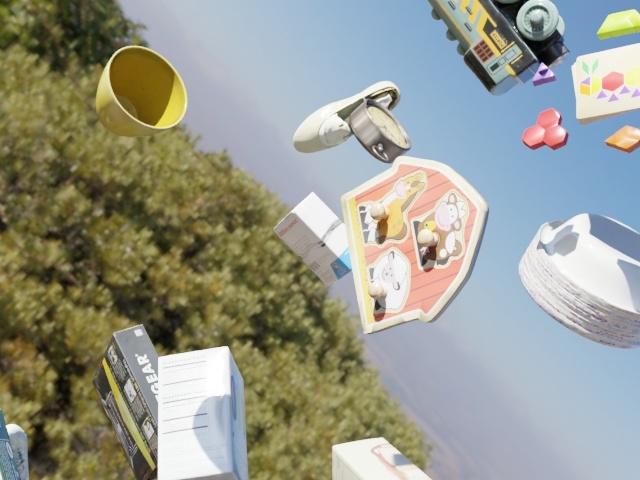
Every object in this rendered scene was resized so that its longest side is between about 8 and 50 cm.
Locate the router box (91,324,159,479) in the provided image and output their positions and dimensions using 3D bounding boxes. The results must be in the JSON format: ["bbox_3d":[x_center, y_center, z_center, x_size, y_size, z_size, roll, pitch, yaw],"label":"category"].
[{"bbox_3d":[-0.412,0.389,2.281,0.309,0.081,0.243,59,-38,21],"label":"router box"}]

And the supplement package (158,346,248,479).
[{"bbox_3d":[-0.210,0.334,1.768,0.139,0.133,0.244,75,7,-55],"label":"supplement package"}]

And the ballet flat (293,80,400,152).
[{"bbox_3d":[0.060,-0.249,2.018,0.086,0.248,0.086,56,-8,12],"label":"ballet flat"}]

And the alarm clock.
[{"bbox_3d":[0.113,-0.200,1.910,0.129,0.064,0.192,40,23,-19],"label":"alarm clock"}]

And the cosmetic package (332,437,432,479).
[{"bbox_3d":[0.132,0.534,2.052,0.296,0.129,0.153,-154,-121,-69],"label":"cosmetic package"}]

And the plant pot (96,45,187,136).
[{"bbox_3d":[-0.280,-0.207,1.469,0.134,0.095,0.134,20,57,-34],"label":"plant pot"}]

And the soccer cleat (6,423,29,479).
[{"bbox_3d":[-0.553,0.410,1.777,0.076,0.068,0.196,44,-44,35],"label":"soccer cleat"}]

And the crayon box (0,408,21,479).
[{"bbox_3d":[-0.633,0.410,1.534,0.083,0.322,0.203,73,-3,-77],"label":"crayon box"}]

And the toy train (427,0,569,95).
[{"bbox_3d":[0.317,-0.434,1.855,0.334,0.190,0.142,55,16,11],"label":"toy train"}]

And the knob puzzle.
[{"bbox_3d":[0.098,-0.005,1.074,0.030,0.213,0.213,11,28,-43],"label":"knob puzzle"}]

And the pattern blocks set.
[{"bbox_3d":[0.521,-0.274,1.701,0.324,0.286,0.026,0,-26,33],"label":"pattern blocks set"}]

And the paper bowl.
[{"bbox_3d":[0.530,0.059,1.851,0.284,0.148,0.284,19,29,-11],"label":"paper bowl"}]

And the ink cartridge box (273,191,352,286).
[{"bbox_3d":[0.000,0.000,2.288,0.191,0.082,0.139,47,-30,-2],"label":"ink cartridge box"}]
